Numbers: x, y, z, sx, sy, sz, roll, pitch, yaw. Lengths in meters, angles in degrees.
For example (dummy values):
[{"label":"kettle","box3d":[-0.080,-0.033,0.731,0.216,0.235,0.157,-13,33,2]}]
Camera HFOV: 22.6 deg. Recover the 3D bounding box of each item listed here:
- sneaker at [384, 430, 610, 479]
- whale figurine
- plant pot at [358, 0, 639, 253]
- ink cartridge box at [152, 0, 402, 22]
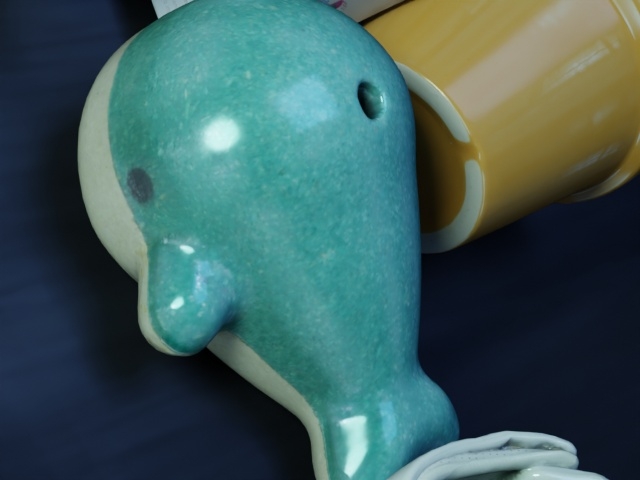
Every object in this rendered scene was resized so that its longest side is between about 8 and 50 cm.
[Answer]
[{"label":"sneaker","box3d":[0.102,0.175,0.756,0.292,0.169,0.108,17,48,-41]},{"label":"whale figurine","box3d":[0.000,0.000,0.801,0.216,0.141,0.272,-28,91,-50]},{"label":"plant pot","box3d":[0.098,-0.092,0.961,0.188,0.205,0.205,-38,92,-39]},{"label":"ink cartridge box","box3d":[-0.008,-0.172,0.895,0.104,0.181,0.061,69,11,19]}]
